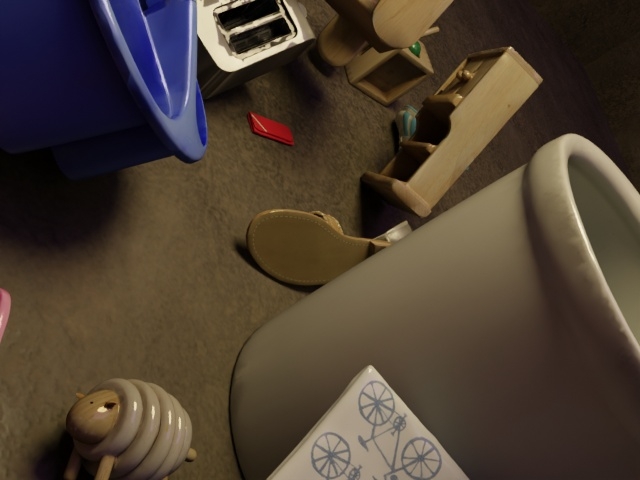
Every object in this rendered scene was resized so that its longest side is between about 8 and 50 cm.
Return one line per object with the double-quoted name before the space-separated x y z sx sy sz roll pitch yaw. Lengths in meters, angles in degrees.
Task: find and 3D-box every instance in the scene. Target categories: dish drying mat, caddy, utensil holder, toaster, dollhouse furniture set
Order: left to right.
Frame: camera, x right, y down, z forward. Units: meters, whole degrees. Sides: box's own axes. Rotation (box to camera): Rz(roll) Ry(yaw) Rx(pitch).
"caddy" -0.196 -0.216 0.681 0.241 0.179 0.342 42 30 -80
"toaster" -0.119 -0.276 0.951 0.185 0.110 0.168 -30 95 -29
"dish drying mat" -0.066 -0.151 1.072 0.083 0.008 0.032 11 53 -52
"dollhouse furniture set" 0.065 -0.261 1.109 0.394 0.256 0.362 41 -1 -15
"utensil holder" 0.150 0.132 0.760 0.327 0.385 0.328 37 37 -34

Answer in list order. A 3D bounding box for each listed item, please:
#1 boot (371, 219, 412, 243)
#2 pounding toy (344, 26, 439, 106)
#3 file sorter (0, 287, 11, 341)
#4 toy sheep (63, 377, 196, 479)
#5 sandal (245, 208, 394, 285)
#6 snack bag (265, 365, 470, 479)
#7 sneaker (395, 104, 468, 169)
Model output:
"boot" 0.151 0.071 1.059 0.076 0.189 0.209 112 -45 -71
"pounding toy" 0.132 -0.327 1.393 0.130 0.141 0.100 21 46 -47
"file sorter" -0.318 0.056 0.337 0.290 0.182 0.202 36 37 -33
"toy sheep" -0.143 0.153 0.611 0.132 0.091 0.091 44 30 -49
"sandal" -0.003 0.006 0.974 0.239 0.088 0.079 14 15 -33
"snack bag" 0.019 0.318 0.553 0.342 0.037 0.323 -42 99 -21
"sneaker" 0.165 -0.156 1.351 0.087 0.092 0.229 37 17 -29
